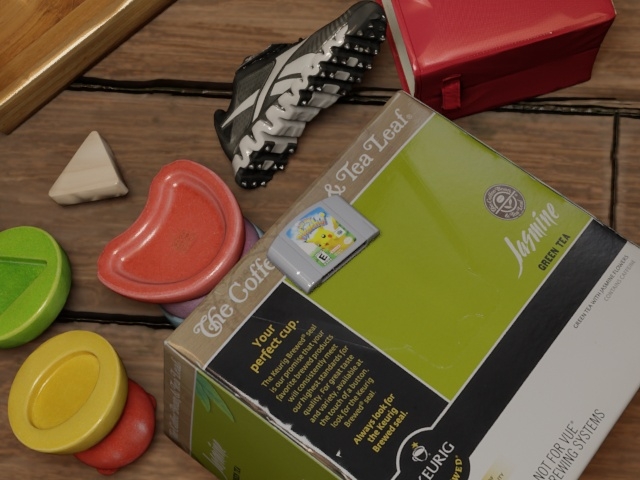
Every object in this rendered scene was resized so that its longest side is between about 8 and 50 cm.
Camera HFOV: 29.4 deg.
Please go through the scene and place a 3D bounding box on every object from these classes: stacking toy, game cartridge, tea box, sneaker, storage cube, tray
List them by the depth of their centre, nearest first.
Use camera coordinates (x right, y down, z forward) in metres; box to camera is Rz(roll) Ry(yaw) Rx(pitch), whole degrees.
[{"bbox_3d":[0.000,0.000,0.978,0.056,0.017,0.083,40,64,22],"label":"game cartridge"},{"bbox_3d":[0.086,0.108,1.062,0.323,0.220,0.329,37,63,12],"label":"tea box"},{"bbox_3d":[0.157,-0.244,1.194,0.193,0.183,0.215,-15,77,2],"label":"storage cube"},{"bbox_3d":[-0.032,-0.165,1.220,0.234,0.078,0.106,-48,65,26],"label":"sneaker"},{"bbox_3d":[-0.205,0.061,1.235,0.309,0.130,0.279,-49,52,-8],"label":"stacking toy"},{"bbox_3d":[-0.242,-0.322,1.307,0.411,0.076,0.203,-39,78,-2],"label":"tray"}]
